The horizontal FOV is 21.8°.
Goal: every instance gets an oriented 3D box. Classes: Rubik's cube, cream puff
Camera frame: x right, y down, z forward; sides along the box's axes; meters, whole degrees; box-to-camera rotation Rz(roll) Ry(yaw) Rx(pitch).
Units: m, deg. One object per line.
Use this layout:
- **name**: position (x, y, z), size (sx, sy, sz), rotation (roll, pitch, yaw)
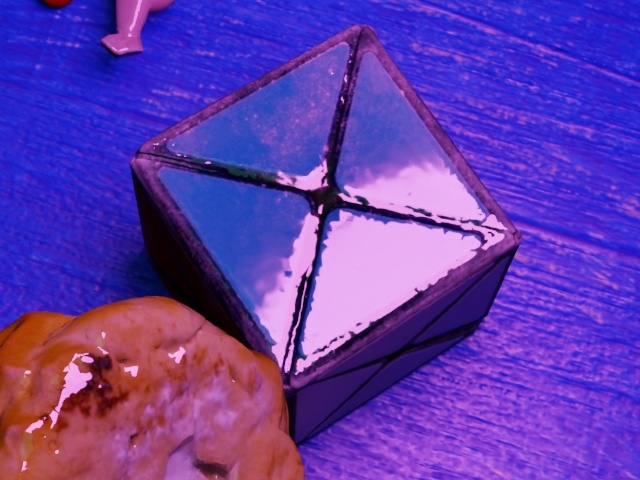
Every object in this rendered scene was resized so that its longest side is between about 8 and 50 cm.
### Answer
- **Rubik's cube**: position (0.000, 0.000, 1.493), size (0.260, 0.255, 0.259), rotation (-33, 76, -14)
- **cream puff**: position (-0.181, 0.198, 1.284), size (0.324, 0.257, 0.291), rotation (-5, 86, -42)

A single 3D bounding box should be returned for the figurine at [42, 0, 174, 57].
- **figurine**: position (-0.154, -0.322, 1.654), size (0.186, 0.176, 0.287), rotation (44, 87, -14)
